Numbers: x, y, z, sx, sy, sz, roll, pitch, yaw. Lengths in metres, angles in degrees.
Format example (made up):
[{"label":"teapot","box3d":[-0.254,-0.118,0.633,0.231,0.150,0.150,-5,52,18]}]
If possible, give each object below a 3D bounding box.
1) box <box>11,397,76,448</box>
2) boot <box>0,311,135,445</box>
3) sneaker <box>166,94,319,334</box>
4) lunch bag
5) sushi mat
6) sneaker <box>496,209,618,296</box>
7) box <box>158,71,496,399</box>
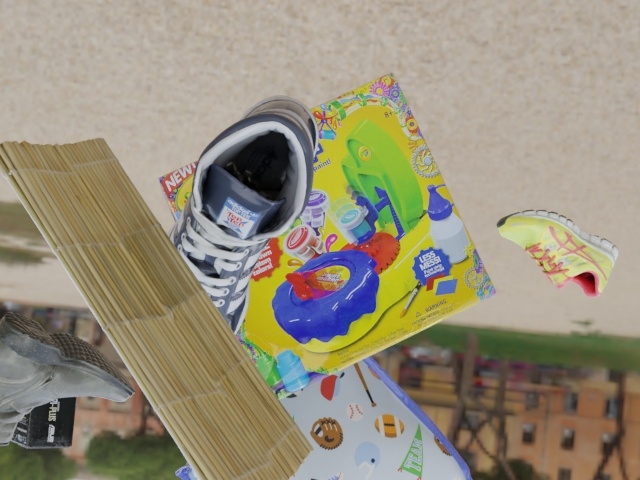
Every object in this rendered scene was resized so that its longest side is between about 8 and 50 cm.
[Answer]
[{"label":"box","box3d":[-0.463,0.247,1.728,0.078,0.147,0.180,7,176,-37]},{"label":"boot","box3d":[-0.370,0.198,1.398,0.083,0.161,0.246,40,-177,41]},{"label":"sneaker","box3d":[-0.087,0.009,0.902,0.099,0.282,0.153,26,-172,-5]},{"label":"lunch bag","box3d":[0.022,0.384,1.709,0.385,0.328,0.239,44,154,1]},{"label":"sushi mat","box3d":[-0.121,0.053,0.801,0.019,0.316,0.151,-37,172,18]},{"label":"sneaker","box3d":[0.355,0.022,1.612,0.209,0.094,0.081,22,159,-15]},{"label":"box","box3d":[0.000,0.000,1.259,0.290,0.279,0.177,-26,180,-7]}]
